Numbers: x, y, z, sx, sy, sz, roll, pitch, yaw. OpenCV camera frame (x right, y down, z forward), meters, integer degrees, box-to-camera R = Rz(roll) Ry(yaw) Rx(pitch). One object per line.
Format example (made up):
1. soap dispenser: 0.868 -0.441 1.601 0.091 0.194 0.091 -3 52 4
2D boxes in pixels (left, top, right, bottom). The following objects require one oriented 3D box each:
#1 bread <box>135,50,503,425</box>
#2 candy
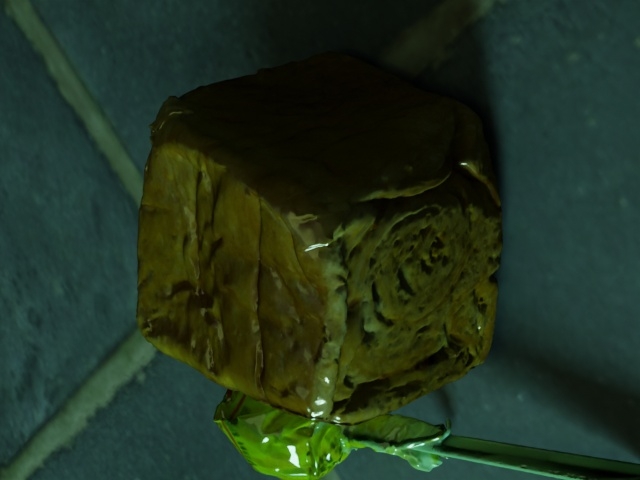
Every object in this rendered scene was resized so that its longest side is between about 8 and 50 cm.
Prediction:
1. bread: 0.000 0.000 0.868 0.143 0.158 0.149 22 123 34
2. candy: 0.058 0.109 0.928 0.262 0.073 0.077 6 128 33
